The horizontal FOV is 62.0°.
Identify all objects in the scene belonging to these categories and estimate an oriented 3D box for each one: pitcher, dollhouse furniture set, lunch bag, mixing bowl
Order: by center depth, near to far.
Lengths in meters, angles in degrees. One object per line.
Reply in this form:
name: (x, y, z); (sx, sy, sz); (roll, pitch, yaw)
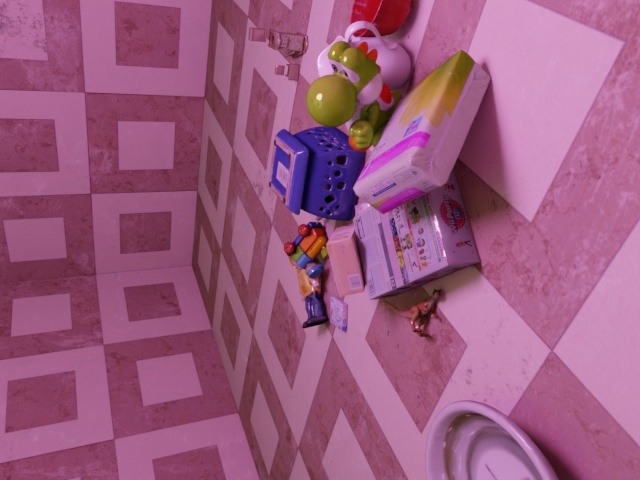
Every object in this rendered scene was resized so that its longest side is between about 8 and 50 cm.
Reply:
pitcher: (0.122, -0.433, 1.251); (0.178, 0.207, 0.125); (-38, 57, 56)
mixing bowl: (0.154, -0.564, 1.271); (0.181, 0.098, 0.181); (-171, 90, -68)
lunch bag: (0.131, -0.068, 1.487); (0.083, 0.053, 0.071); (166, 101, -75)
dollhouse furniture set: (-0.151, -0.639, 1.843); (0.101, 0.182, 0.160); (-132, 44, -53)

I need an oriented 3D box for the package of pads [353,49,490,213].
package of pads: (0.202, -0.210, 1.090); (0.296, 0.101, 0.229); (-62, 15, -22)

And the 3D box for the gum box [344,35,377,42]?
gum box: (0.116, -0.470, 1.433); (0.107, 0.062, 0.188); (142, 120, -62)

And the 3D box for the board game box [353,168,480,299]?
board game box: (0.208, -0.006, 1.246); (0.303, 0.098, 0.223); (-35, 61, 57)

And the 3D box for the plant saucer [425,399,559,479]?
plant saucer: (0.358, 0.508, 1.034); (0.400, 0.101, 0.400); (176, 90, -65)

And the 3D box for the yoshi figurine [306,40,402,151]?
yoshi figurine: (0.068, -0.284, 1.215); (0.362, 0.204, 0.202); (50, -137, -59)

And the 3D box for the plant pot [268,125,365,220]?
plant pot: (-0.025, -0.207, 1.604); (0.236, 0.212, 0.235); (49, 135, 52)

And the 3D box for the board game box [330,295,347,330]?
board game box: (0.059, 0.237, 1.736); (0.090, 0.020, 0.089); (-153, 61, -62)

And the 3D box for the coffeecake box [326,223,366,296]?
coffeecake box: (0.075, 0.047, 1.400); (0.185, 0.068, 0.142); (-58, -46, -74)

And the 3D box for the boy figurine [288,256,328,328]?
boy figurine: (-0.043, 0.155, 1.862); (0.177, 0.092, 0.285); (134, 125, -66)

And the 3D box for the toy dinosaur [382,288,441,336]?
toy dinosaur: (0.237, 0.178, 1.309); (0.211, 0.064, 0.112); (-34, 45, 52)

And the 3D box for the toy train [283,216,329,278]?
toy train: (0.000, 0.000, 1.757); (0.248, 0.105, 0.143); (-50, 63, 27)
